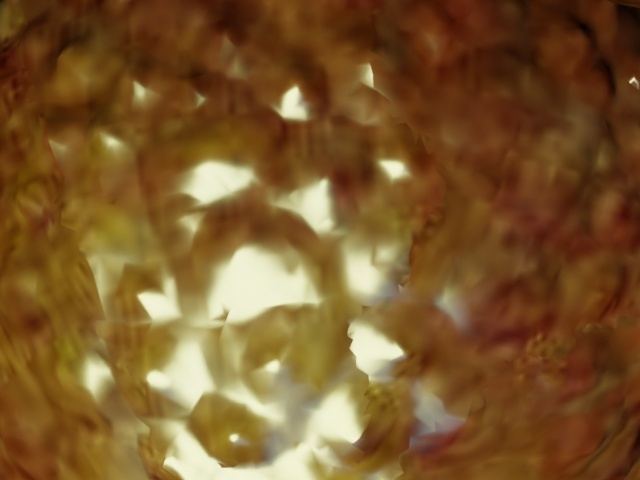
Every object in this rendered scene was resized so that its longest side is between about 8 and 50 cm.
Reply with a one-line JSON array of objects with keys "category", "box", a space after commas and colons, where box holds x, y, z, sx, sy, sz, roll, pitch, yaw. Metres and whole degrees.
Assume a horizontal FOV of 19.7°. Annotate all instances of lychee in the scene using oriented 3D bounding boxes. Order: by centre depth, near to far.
[{"category": "lychee", "box": [0.000, 0.000, 0.520, 0.260, 0.261, 0.260, 0, 146, 0]}]

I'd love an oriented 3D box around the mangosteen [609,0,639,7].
[{"category": "mangosteen", "box": [0.199, -0.118, 0.236, 0.421, 0.381, 0.381, 36, 141, 1]}]
